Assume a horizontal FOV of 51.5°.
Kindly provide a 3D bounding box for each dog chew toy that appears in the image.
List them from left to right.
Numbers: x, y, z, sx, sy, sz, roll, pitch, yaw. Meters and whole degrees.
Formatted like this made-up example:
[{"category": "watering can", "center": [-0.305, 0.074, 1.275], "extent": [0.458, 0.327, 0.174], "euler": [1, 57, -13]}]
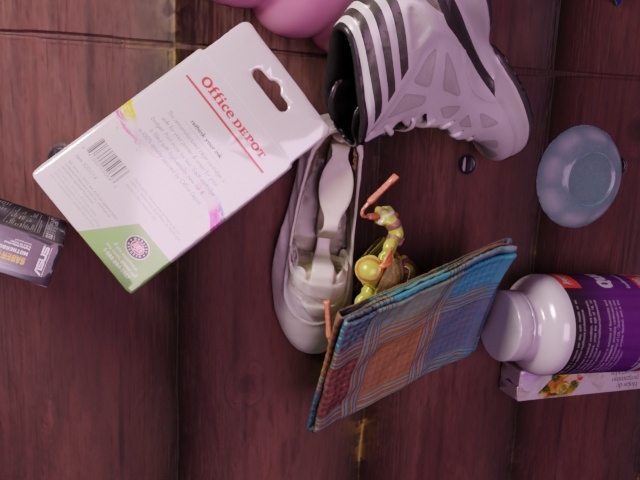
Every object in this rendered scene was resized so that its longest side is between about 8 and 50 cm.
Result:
[{"category": "dog chew toy", "center": [-0.038, -0.378, 0.915], "extent": [0.332, 0.206, 0.207], "euler": [29, 91, -29]}]

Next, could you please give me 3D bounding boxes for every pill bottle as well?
[{"category": "pill bottle", "center": [0.460, 0.150, 1.201], "extent": [0.322, 0.181, 0.182], "euler": [2, 101, -20]}]

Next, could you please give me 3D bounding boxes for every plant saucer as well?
[{"category": "plant saucer", "center": [0.494, -0.116, 1.234], "extent": [0.195, 0.037, 0.195], "euler": [-4, 102, -18]}]

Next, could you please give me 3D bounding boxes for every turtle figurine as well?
[{"category": "turtle figurine", "center": [0.101, 0.047, 1.024], "extent": [0.087, 0.217, 0.270], "euler": [17, 85, 21]}]

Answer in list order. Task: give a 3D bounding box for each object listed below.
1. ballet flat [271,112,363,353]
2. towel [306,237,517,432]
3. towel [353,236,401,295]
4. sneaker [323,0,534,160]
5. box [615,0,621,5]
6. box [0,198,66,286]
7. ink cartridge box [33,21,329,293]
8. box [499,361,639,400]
[{"category": "ballet flat", "center": [0.000, 0.000, 1.036], "extent": [0.139, 0.139, 0.400], "euler": [4, 100, -20]}, {"category": "towel", "center": [0.151, 0.153, 1.060], "extent": [0.370, 0.040, 0.271], "euler": [-19, 137, -34]}, {"category": "towel", "center": [0.147, 0.106, 1.170], "extent": [0.102, 0.021, 0.237], "euler": [-46, 112, -4]}, {"category": "sneaker", "center": [0.146, -0.213, 0.990], "extent": [0.257, 0.169, 0.447], "euler": [-41, 140, 3]}, {"category": "box", "center": [0.568, -0.533, 1.141], "extent": [0.136, 0.036, 0.225], "euler": [29, 93, -51]}, {"category": "box", "center": [-0.421, -0.016, 0.836], "extent": [0.183, 0.231, 0.056], "euler": [21, 91, -22]}, {"category": "ink cartridge box", "center": [-0.186, -0.117, 0.936], "extent": [0.353, 0.119, 0.207], "euler": [-38, 97, -7]}, {"category": "box", "center": [0.507, 0.262, 1.304], "extent": [0.324, 0.067, 0.063], "euler": [-1, 102, -20]}]
